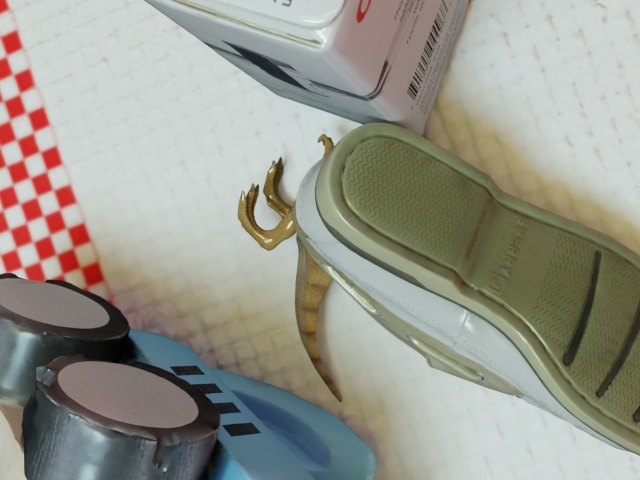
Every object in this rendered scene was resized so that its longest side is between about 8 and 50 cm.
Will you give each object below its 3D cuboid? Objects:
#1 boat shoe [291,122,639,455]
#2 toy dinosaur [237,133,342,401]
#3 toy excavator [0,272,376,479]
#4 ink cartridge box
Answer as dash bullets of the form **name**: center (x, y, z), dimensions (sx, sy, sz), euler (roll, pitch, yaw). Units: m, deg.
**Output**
- **boat shoe**: center (0.118, 0.039, 0.708), dimensions (0.302, 0.103, 0.113), euler (37, 66, -8)
- **toy dinosaur**: center (0.000, 0.000, 0.762), dimensions (0.112, 0.064, 0.211), euler (26, 102, 11)
- **toy excavator**: center (0.001, 0.212, 0.714), dimensions (0.433, 0.445, 0.222), euler (34, 108, 54)
- **ink cartridge box**: center (0.017, -0.182, 0.619), dimensions (0.114, 0.273, 0.197), euler (20, 91, 13)
